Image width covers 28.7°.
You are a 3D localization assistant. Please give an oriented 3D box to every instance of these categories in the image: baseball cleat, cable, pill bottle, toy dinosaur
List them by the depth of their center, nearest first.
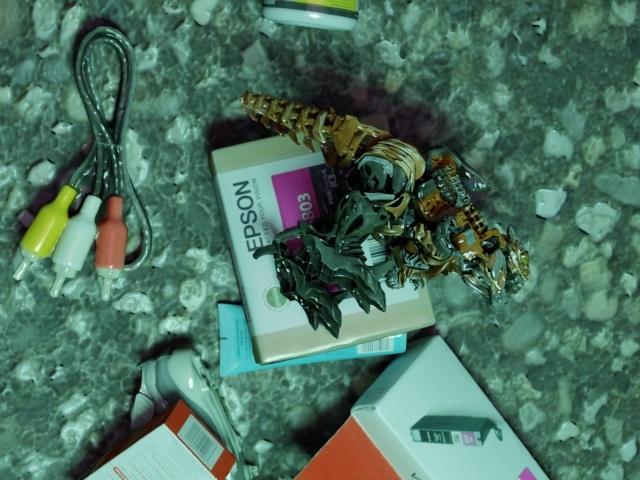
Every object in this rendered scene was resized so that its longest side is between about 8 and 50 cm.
[{"bbox_3d":[0.053,-0.027,1.248,0.322,0.164,0.218,31,66,15],"label":"toy dinosaur"},{"bbox_3d":[0.000,-0.315,1.305,0.103,0.103,0.184,6,97,-9],"label":"pill bottle"},{"bbox_3d":[-0.224,-0.076,1.324,0.140,0.072,0.287,14,95,-15],"label":"cable"},{"bbox_3d":[-0.144,0.219,1.389,0.110,0.072,0.205,-17,98,11],"label":"baseball cleat"}]

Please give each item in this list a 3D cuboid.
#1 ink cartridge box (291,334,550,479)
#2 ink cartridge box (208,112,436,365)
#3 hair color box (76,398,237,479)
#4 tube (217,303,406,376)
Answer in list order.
[{"bbox_3d":[0.127,0.283,1.377,0.275,0.060,0.239,53,55,-11],"label":"ink cartridge box"},{"bbox_3d":[0.000,0.000,1.335,0.193,0.088,0.234,-14,86,-7],"label":"ink cartridge box"},{"bbox_3d":[-0.181,0.252,1.346,0.167,0.053,0.093,-36,100,29],"label":"hair color box"},{"bbox_3d":[-0.009,0.105,1.394,0.207,0.052,0.080,-3,82,-5],"label":"tube"}]
